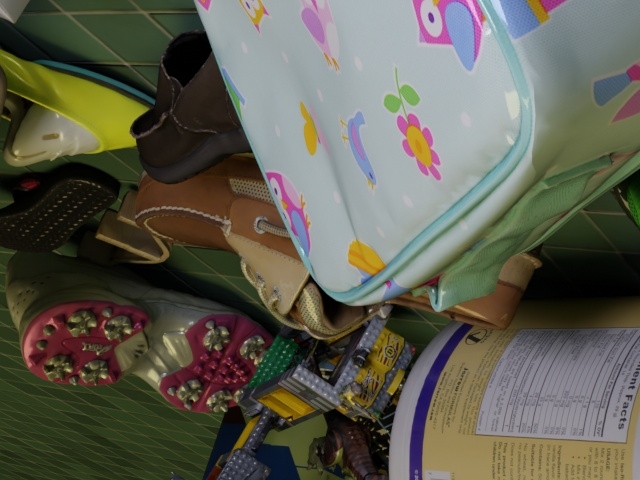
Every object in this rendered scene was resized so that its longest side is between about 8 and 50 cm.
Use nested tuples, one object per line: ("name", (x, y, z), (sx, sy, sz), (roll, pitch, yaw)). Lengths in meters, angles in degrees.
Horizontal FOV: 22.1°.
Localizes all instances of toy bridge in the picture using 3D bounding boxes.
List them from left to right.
("toy bridge", (-0.158, -0.002, 1.390), (0.063, 0.026, 0.188), (22, 163, -14))

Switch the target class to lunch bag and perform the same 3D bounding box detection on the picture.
("lunch bag", (0.038, -0.094, 0.628), (0.108, 0.224, 0.279), (-24, 172, -17))

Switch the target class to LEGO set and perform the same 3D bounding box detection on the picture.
("LEGO set", (0.024, 0.198, 1.396), (0.255, 0.331, 0.192), (42, 157, -5))

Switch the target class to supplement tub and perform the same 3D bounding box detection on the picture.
("supplement tub", (0.236, 0.155, 1.125), (0.241, 0.241, 0.331), (31, 158, -35))

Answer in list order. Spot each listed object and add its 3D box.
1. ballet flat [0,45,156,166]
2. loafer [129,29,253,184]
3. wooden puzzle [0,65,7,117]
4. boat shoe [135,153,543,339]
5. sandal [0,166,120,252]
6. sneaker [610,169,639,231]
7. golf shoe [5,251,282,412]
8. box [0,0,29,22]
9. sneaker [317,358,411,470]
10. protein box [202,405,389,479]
("ballet flat", (-0.213, -0.095, 1.093), (0.231, 0.077, 0.077), (25, 160, -20))
("loafer", (-0.061, -0.093, 0.984), (0.078, 0.080, 0.220), (58, 152, -10))
("wooden puzzle", (-0.384, -0.040, 1.073), (0.322, 0.080, 0.348), (27, 127, 8))
("boat shoe", (0.000, 0.000, 1.076), (0.324, 0.120, 0.122), (2, 164, 40))
("sandal", (-0.224, -0.032, 1.365), (0.067, 0.040, 0.179), (24, 147, -34))
("sneaker", (0.187, -0.038, 0.762), (0.134, 0.146, 0.343), (7, 159, 32))
("golf shoe", (-0.161, 0.073, 1.528), (0.306, 0.115, 0.140), (21, -158, -45))
("box", (-0.248, -0.191, 0.848), (0.186, 0.038, 0.145), (24, 166, 25))
("sneaker", (0.063, 0.173, 1.584), (0.232, 0.090, 0.081), (28, 160, -28))
("protein box", (0.015, 0.262, 1.817), (0.201, 0.136, 0.200), (32, 157, -36))
